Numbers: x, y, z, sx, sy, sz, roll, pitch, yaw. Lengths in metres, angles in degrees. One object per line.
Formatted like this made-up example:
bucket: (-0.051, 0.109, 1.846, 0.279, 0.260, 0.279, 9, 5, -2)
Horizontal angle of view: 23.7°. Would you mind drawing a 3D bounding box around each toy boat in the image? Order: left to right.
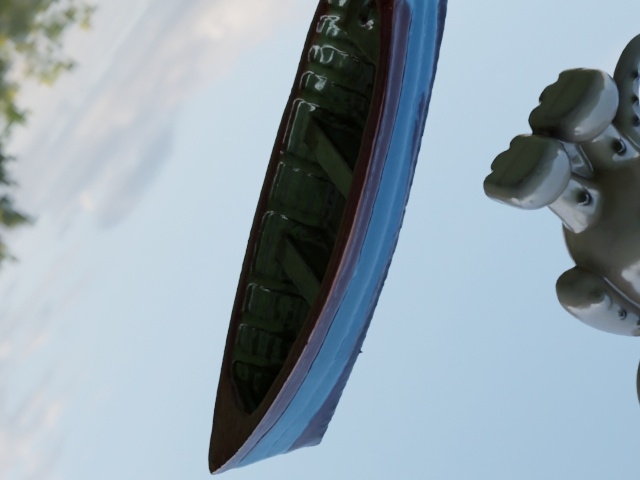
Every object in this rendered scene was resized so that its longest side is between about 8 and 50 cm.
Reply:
toy boat: (0.000, 0.000, 1.013, 0.136, 0.079, 0.392, -123, -139, -51)

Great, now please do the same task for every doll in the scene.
doll: (0.206, 0.017, 0.837, 0.154, 0.278, 0.119, -46, -155, -14)
